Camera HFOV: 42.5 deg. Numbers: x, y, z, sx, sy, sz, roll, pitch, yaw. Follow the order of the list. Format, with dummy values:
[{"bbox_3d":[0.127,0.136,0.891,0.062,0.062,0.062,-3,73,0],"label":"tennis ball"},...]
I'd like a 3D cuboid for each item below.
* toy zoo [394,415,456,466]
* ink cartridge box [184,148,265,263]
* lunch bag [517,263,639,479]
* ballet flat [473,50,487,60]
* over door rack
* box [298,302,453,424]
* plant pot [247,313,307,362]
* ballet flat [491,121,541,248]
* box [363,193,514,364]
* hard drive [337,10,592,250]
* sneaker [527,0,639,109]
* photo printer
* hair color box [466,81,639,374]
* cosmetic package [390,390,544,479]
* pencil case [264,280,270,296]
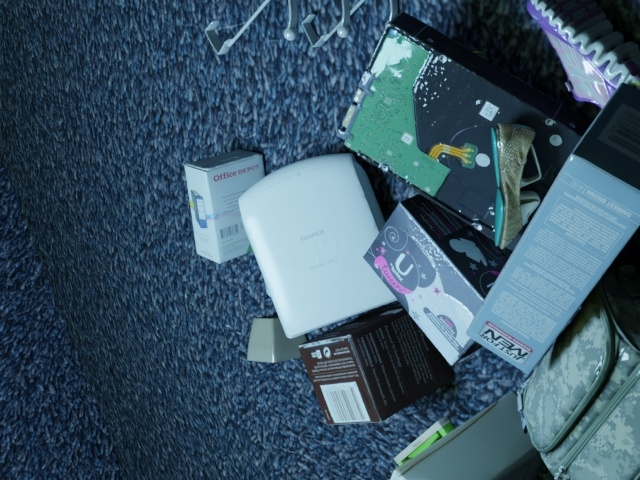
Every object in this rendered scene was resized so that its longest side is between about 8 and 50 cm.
[{"bbox_3d":[0.280,0.508,1.607,0.293,0.030,0.192,53,140,18],"label":"toy zoo"},{"bbox_3d":[-0.198,-0.079,1.795,0.093,0.154,0.212,20,123,46],"label":"ink cartridge box"},{"bbox_3d":[0.429,0.219,1.161,0.256,0.213,0.305,60,144,40],"label":"lunch bag"},{"bbox_3d":[0.208,-0.204,1.322,0.077,0.077,0.230,51,144,46],"label":"ballet flat"},{"bbox_3d":[0.000,-0.370,1.355,0.324,0.240,0.108,-16,89,52],"label":"over door rack"},{"bbox_3d":[0.103,0.229,1.544,0.168,0.203,0.167,-21,91,52],"label":"box"},{"bbox_3d":[-0.099,0.219,1.868,0.109,0.109,0.096,-6,91,51],"label":"plant pot"},{"bbox_3d":[0.283,-0.075,1.181,0.067,0.073,0.206,-4,127,7],"label":"ballet flat"},{"bbox_3d":[0.216,0.054,1.374,0.247,0.142,0.163,52,139,20],"label":"box"},{"bbox_3d":[0.211,-0.162,1.248,0.339,0.064,0.237,32,133,7],"label":"hard drive"},{"bbox_3d":[0.358,-0.244,1.108,0.236,0.095,0.104,50,146,20],"label":"sneaker"},{"bbox_3d":[0.000,0.000,1.544,0.256,0.107,0.307,-20,91,10],"label":"photo printer"},{"bbox_3d":[0.337,-0.004,1.102,0.114,0.185,0.374,33,141,13],"label":"hair color box"},{"bbox_3d":[0.246,0.395,1.368,0.113,0.309,0.160,39,133,31],"label":"cosmetic package"},{"bbox_3d":[-0.060,-0.007,1.701,0.124,0.113,0.273,8,116,16],"label":"pencil case"}]
